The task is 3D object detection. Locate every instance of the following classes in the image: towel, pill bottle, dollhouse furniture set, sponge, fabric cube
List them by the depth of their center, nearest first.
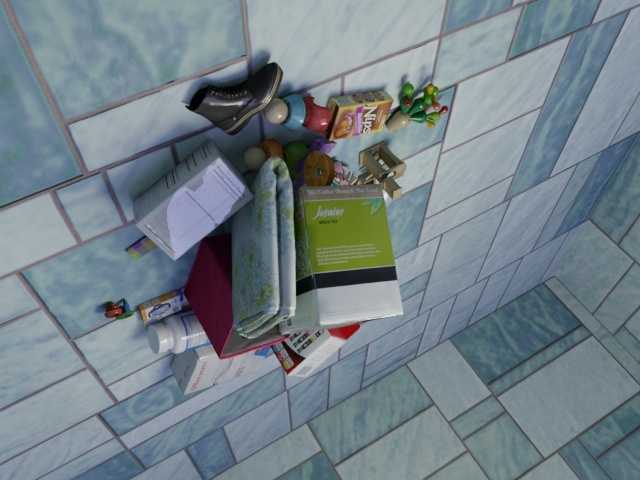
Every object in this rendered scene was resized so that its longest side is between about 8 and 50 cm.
[{"bbox_3d":[-0.138,0.030,1.439,0.090,0.375,0.320,3,162,-22],"label":"towel"},{"bbox_3d":[-0.461,0.015,1.558,0.083,0.009,0.060,-34,151,-2],"label":"towel"},{"bbox_3d":[-0.046,-0.193,1.632,0.210,0.031,0.117,-50,173,20],"label":"sponge"},{"bbox_3d":[-0.218,0.151,1.757,0.254,0.258,0.259,-12,142,-38],"label":"fabric cube"},{"bbox_3d":[0.207,-0.178,1.809,0.101,0.182,0.161,-27,149,-16],"label":"dollhouse furniture set"},{"bbox_3d":[-0.421,0.284,1.869,0.221,0.124,0.124,-10,141,-37],"label":"pill bottle"}]

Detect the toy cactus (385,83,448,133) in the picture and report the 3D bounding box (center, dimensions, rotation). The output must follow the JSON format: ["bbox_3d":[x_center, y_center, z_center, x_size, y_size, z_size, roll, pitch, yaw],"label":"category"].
[{"bbox_3d":[0.273,-0.367,1.710,0.180,0.112,0.219,-37,161,21],"label":"toy cactus"}]

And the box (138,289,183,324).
[{"bbox_3d":[-0.474,0.199,1.789,0.136,0.028,0.081,-21,147,-22],"label":"box"}]

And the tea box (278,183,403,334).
[{"bbox_3d":[0.019,0.056,1.504,0.219,0.324,0.329,-4,169,-21],"label":"tea box"}]

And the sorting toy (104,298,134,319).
[{"bbox_3d":[-0.566,0.193,1.679,0.061,0.042,0.102,-24,164,10],"label":"sorting toy"}]

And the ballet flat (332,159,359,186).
[{"bbox_3d":[0.074,-0.174,1.800,0.079,0.077,0.221,-55,151,-7],"label":"ballet flat"}]

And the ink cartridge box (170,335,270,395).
[{"bbox_3d":[-0.346,0.395,2.101,0.307,0.129,0.223,-10,142,-38],"label":"ink cartridge box"}]

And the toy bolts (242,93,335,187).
[{"bbox_3d":[-0.074,-0.234,1.439,0.158,0.218,0.229,-3,120,-38],"label":"toy bolts"}]

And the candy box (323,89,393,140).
[{"bbox_3d":[0.099,-0.337,1.600,0.186,0.053,0.109,-18,145,-32],"label":"candy box"}]

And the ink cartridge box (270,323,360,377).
[{"bbox_3d":[-0.062,0.255,2.019,0.272,0.309,0.130,-43,150,11],"label":"ink cartridge box"}]

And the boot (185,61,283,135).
[{"bbox_3d":[-0.186,-0.326,1.300,0.198,0.077,0.137,-48,144,17],"label":"boot"}]

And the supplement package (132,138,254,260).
[{"bbox_3d":[-0.300,-0.097,1.397,0.244,0.134,0.139,-38,123,3],"label":"supplement package"}]

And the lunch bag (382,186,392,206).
[{"bbox_3d":[0.198,-0.139,1.989,0.071,0.053,0.083,-47,140,15],"label":"lunch bag"}]
